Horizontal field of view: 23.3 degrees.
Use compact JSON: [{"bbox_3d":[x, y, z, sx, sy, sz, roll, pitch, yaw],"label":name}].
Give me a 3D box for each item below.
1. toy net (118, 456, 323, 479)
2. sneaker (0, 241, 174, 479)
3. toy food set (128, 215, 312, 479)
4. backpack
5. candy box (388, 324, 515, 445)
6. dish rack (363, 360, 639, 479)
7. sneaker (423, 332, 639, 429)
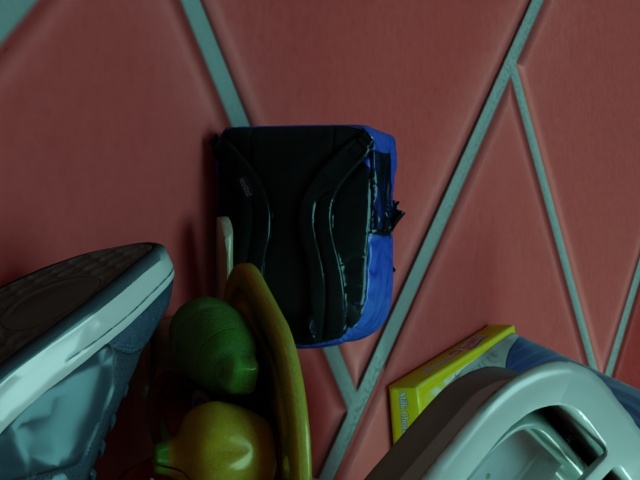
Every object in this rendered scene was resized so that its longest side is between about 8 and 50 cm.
[{"bbox_3d":[-0.057,0.164,0.819,0.122,0.045,0.232,60,25,3],"label":"toy net"},{"bbox_3d":[-0.113,0.115,0.634,0.226,0.086,0.163,-47,121,-42],"label":"sneaker"},{"bbox_3d":[-0.061,0.078,0.738,0.218,0.071,0.128,-125,-144,-66],"label":"toy food set"},{"bbox_3d":[0.000,0.000,0.865,0.101,0.098,0.120,8,82,-67],"label":"backpack"},{"bbox_3d":[0.104,0.133,1.151,0.206,0.027,0.105,-21,105,-62],"label":"candy box"},{"bbox_3d":[0.043,0.228,0.725,0.333,0.072,0.285,-50,132,-11],"label":"dish rack"},{"bbox_3d":[0.069,0.208,0.921,0.315,0.127,0.182,-61,176,-9],"label":"sneaker"}]
